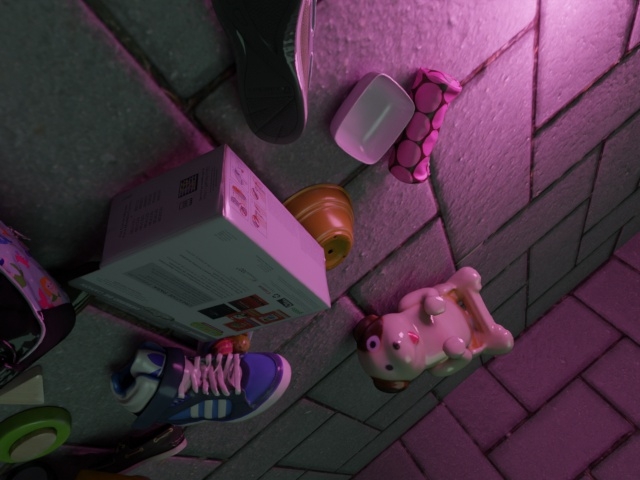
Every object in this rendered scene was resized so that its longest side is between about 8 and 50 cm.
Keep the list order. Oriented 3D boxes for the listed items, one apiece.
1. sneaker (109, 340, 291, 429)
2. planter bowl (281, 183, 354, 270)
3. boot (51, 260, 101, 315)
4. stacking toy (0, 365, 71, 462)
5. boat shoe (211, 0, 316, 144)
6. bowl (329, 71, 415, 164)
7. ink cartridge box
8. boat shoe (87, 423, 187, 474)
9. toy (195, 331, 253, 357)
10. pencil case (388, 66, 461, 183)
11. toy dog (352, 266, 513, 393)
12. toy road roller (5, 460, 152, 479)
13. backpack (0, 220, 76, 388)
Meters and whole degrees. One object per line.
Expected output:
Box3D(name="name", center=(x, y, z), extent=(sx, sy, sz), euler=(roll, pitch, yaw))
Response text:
Box3D(name="sneaker", center=(-0.247, 0.271, 0.811), extent=(0.322, 0.130, 0.236), euler=(-20, 138, 14))
Box3D(name="planter bowl", center=(0.000, 0.000, 0.844), extent=(0.217, 0.090, 0.217), euler=(-23, 139, -21))
Box3D(name="boot", center=(-0.419, 0.081, 0.579), extent=(0.219, 0.082, 0.106), euler=(-34, 144, -6))
Box3D(name="stacking toy", center=(-0.581, 0.374, 0.689), extent=(0.279, 0.130, 0.309), euler=(-15, 136, -29))
Box3D(name="boat shoe", center=(-0.060, -0.284, 0.520), extent=(0.118, 0.103, 0.321), euler=(3, 133, 9))
Box3D(name="bowl", center=(0.085, -0.218, 0.733), extent=(0.141, 0.053, 0.142), euler=(20, 112, -48))
Box3D(name="ink cartridge box", center=(-0.172, 0.036, 0.664), extent=(0.271, 0.130, 0.309), euler=(-19, 144, 17))
Box3D(name="boat shoe", center=(-0.438, 0.495, 0.978), extent=(0.227, 0.081, 0.069), euler=(-18, 93, -11))
Box3D(name="toy", center=(-0.203, 0.230, 0.925), extent=(0.136, 0.056, 0.238), euler=(-8, 132, -33))
Box3D(name="pencil case", center=(0.202, -0.219, 0.800), extent=(0.098, 0.095, 0.210), euler=(2, 126, -19))
Box3D(name="toy dog", center=(0.295, 0.283, 1.265), extent=(0.407, 0.285, 0.395), euler=(-14, 171, -32))
Box3D(name="toy road roller", center=(-0.512, 0.621, 0.835), extent=(0.328, 0.241, 0.203), euler=(8, 129, -6))
Box3D(name="backpack", center=(-0.428, 0.063, 0.441), extent=(0.225, 0.191, 0.254), euler=(-41, 101, -11))
